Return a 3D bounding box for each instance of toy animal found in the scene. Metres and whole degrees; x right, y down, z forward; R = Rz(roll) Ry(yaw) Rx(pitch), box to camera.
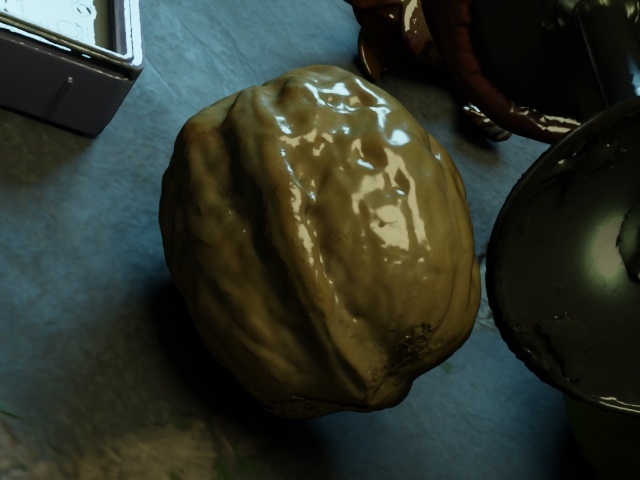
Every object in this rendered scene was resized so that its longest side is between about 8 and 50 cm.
[{"bbox_3d":[0.084,-0.163,1.595,0.188,0.089,0.179,5,61,-43],"label":"toy animal"}]

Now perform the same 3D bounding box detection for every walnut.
[{"bbox_3d":[0.000,0.000,1.245,0.198,0.198,0.245,7,51,-36],"label":"walnut"}]

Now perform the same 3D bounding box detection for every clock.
[{"bbox_3d":[-0.220,-0.166,1.333,0.193,0.073,0.144,19,40,-27],"label":"clock"}]

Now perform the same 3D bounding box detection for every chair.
[{"bbox_3d":[0.190,-0.096,1.235,0.226,0.226,0.401,24,28,-20],"label":"chair"}]

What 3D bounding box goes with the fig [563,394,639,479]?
[{"bbox_3d":[0.287,0.057,1.387,0.258,0.258,0.326,16,38,-29],"label":"fig"}]
